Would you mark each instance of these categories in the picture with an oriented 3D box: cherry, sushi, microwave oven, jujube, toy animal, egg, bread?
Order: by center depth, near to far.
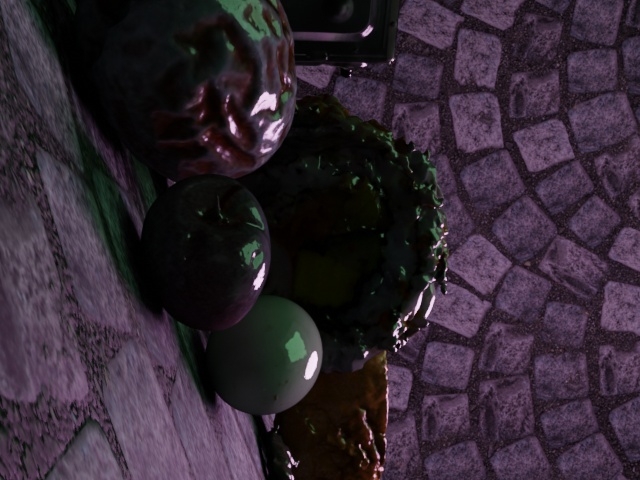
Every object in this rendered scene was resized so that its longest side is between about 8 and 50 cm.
[{"bbox_3d":[-0.126,0.015,1.090,0.176,0.140,0.176,179,-90,-73],"label":"cherry"},{"bbox_3d":[-0.142,-0.199,1.158,0.215,0.246,0.308,29,-11,31],"label":"jujube"},{"bbox_3d":[-0.073,0.147,1.290,0.192,0.149,0.149,-48,119,-78],"label":"egg"},{"bbox_3d":[-0.110,-0.377,1.402,0.333,0.394,0.247,-108,-160,-63],"label":"microwave oven"},{"bbox_3d":[0.003,0.004,1.453,0.176,0.417,0.418,-151,-139,-85],"label":"sushi"},{"bbox_3d":[-0.066,0.339,1.572,0.136,0.047,0.065,-101,165,-54],"label":"toy animal"},{"bbox_3d":[0.008,0.327,1.707,0.194,0.179,0.340,-176,-89,-80],"label":"bread"}]
